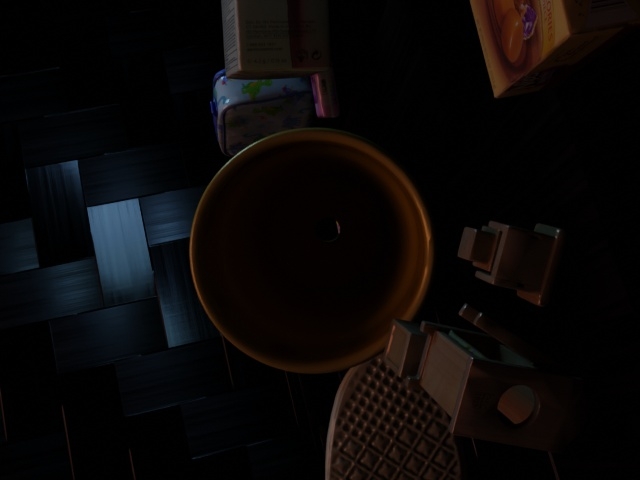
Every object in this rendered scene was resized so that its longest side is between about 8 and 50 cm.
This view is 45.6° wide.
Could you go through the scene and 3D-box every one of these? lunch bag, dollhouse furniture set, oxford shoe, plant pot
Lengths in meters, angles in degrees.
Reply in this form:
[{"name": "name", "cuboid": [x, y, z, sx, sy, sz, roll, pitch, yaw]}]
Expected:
[{"name": "lunch bag", "cuboid": [-0.102, -0.226, 1.315, 0.219, 0.176, 0.090, 106, 150, -71]}, {"name": "dollhouse furniture set", "cuboid": [0.142, 0.059, 0.628, 0.182, 0.101, 0.161, -142, 66, -76]}, {"name": "oxford shoe", "cuboid": [0.108, 0.346, 0.911, 0.130, 0.169, 0.449, -27, -75, -79]}, {"name": "plant pot", "cuboid": [0.000, 0.000, 0.880, 0.239, 0.254, 0.254, -57, -44, -82]}]

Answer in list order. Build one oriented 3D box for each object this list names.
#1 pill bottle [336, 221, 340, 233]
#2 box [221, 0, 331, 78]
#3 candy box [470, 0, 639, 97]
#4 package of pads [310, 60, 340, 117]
[{"name": "pill bottle", "cuboid": [0.044, -0.032, 1.107, 0.043, 0.043, 0.083, 137, 121, -78]}, {"name": "box", "cuboid": [-0.066, -0.341, 1.032, 0.148, 0.126, 0.232, -150, 57, -74]}, {"name": "candy box", "cuboid": [0.123, -0.192, 0.451, 0.109, 0.053, 0.187, 143, 114, -79]}, {"name": "package of pads", "cuboid": [0.006, -0.223, 1.127, 0.050, 0.032, 0.083, -149, 48, -75]}]
